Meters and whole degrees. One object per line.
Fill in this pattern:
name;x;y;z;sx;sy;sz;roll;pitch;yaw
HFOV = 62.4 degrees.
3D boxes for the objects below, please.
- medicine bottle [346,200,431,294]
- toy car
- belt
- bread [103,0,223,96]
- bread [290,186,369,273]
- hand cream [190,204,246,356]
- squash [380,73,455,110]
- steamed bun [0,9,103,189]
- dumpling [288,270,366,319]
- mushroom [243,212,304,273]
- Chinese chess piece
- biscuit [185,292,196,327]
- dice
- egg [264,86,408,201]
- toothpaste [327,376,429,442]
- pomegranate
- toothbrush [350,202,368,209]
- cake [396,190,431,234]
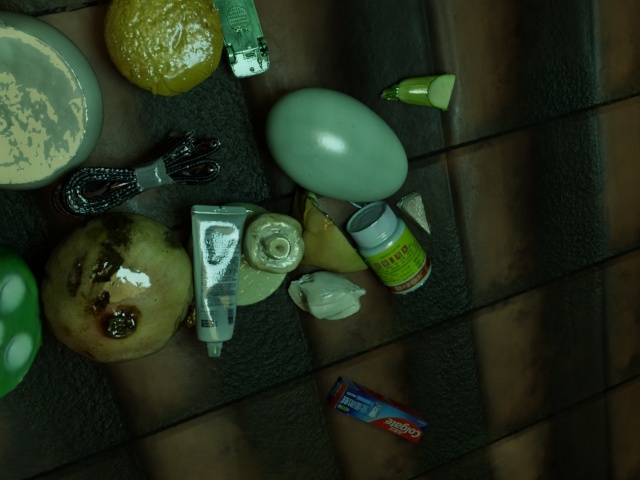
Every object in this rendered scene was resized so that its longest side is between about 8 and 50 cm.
medicine bottle;0.177;0.019;1.365;0.139;0.139;0.225;-40;114;-5
toy car;-0.180;-0.468;1.143;0.090;0.076;0.224;-18;102;-13
belt;-0.365;-0.133;1.087;0.359;0.094;0.126;-31;117;-38
bread;-0.317;-0.415;1.074;0.239;0.139;0.240;-5;106;-18
bread;-0.009;0.001;1.282;0.133;0.174;0.252;-38;121;1
hand cream;-0.233;0.092;1.180;0.124;0.077;0.341;1;96;-25
squash;0.250;-0.371;1.320;0.200;0.075;0.090;-7;132;-16
steamed bun;-0.576;-0.257;0.990;0.324;0.206;0.325;-9;114;-20
dumpling;0.018;0.150;1.366;0.198;0.118;0.136;3;121;8
mushroom;-0.103;0.007;1.172;0.147;0.112;0.148;-2;96;-16
Chinese chess piece;-0.195;0.032;1.260;0.250;0.101;0.251;-5;106;-18
biscuit;-0.305;0.166;1.304;0.081;0.018;0.083;-22;110;-12
dice;-0.725;0.159;0.959;0.296;0.300;0.287;4;105;12
egg;0.044;-0.208;1.209;0.370;0.230;0.230;23;96;-30
toothpaste;0.170;0.494;1.534;0.320;0.066;0.076;29;94;-23
pomegranate;-0.418;0.099;1.110;0.321;0.322;0.322;-5;106;-18
toothbrush;0.055;-0.112;1.355;0.193;0.013;0.019;20;91;-23
cake;0.254;-0.064;1.420;0.065;0.052;0.121;-30;113;-15
